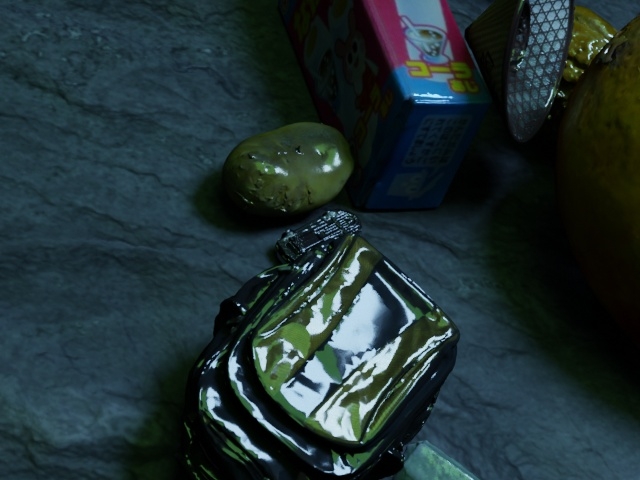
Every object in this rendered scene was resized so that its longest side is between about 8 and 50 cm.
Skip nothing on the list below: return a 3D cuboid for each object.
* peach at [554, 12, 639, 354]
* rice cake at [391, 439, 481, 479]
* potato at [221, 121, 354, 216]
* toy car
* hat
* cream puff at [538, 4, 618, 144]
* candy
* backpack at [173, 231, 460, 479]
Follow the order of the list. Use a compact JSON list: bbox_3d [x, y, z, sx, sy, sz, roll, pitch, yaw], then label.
[{"bbox_3d":[0.396,-0.050,1.804,0.372,0.290,0.372,7,73,-26],"label":"peach"},{"bbox_3d":[0.172,0.275,1.602,0.290,0.051,0.081,36,79,14],"label":"rice cake"},{"bbox_3d":[-0.032,-0.065,1.819,0.138,0.070,0.091,-15,54,-35],"label":"potato"},{"bbox_3d":[0.000,0.000,1.802,0.093,0.025,0.041,-25,63,-34],"label":"toy car"},{"bbox_3d":[0.177,-0.194,1.843,0.082,0.193,0.193,14,41,21],"label":"hat"},{"bbox_3d":[0.256,-0.165,1.985,0.115,0.150,0.165,-32,26,-22],"label":"cream puff"},{"bbox_3d":[0.058,-0.193,1.915,0.100,0.157,0.306,-1,49,-24],"label":"candy"},{"bbox_3d":[-0.016,0.131,1.609,0.206,0.133,0.258,40,52,5],"label":"backpack"}]
